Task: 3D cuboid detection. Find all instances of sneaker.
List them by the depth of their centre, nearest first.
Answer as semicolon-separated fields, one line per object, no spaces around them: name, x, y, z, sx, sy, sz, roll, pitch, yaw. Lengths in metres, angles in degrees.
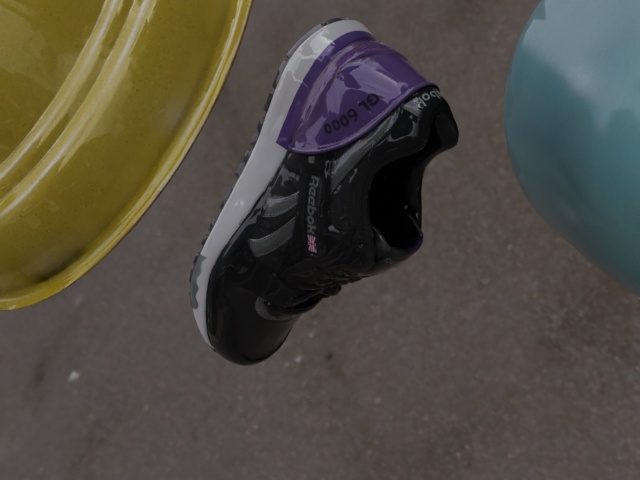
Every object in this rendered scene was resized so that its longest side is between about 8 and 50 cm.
sneaker;0.000;0.000;0.790;0.124;0.107;0.283;41;127;27

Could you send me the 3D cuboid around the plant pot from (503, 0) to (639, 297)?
plant pot;0.296;-0.072;0.806;0.293;0.293;0.235;-47;16;13

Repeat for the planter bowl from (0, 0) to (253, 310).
planter bowl;-0.130;-0.088;0.465;0.217;0.090;0.217;-28;49;36
